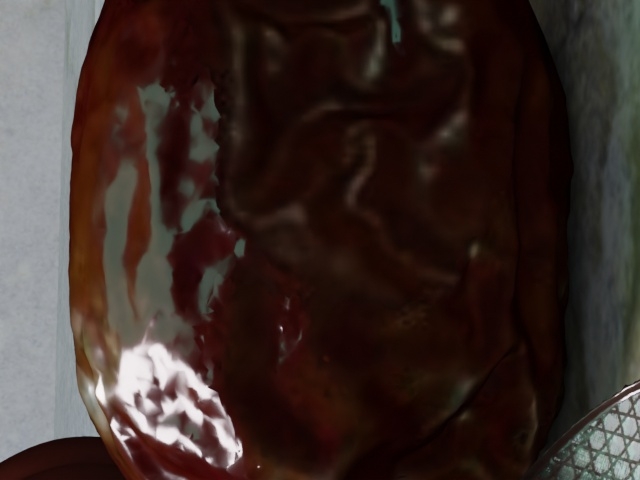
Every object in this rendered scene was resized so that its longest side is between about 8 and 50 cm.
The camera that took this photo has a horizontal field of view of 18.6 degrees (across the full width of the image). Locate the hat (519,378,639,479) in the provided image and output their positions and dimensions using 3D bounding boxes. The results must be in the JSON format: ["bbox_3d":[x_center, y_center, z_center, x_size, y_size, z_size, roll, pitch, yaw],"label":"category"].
[{"bbox_3d":[0.143,0.157,0.896,0.193,0.082,0.193,-46,13,13],"label":"hat"}]

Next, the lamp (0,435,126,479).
[{"bbox_3d":[-0.137,0.279,1.323,0.303,0.257,0.303,64,180,-1],"label":"lamp"}]

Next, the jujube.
[{"bbox_3d":[-0.002,0.001,1.059,0.276,0.276,0.377,175,96,-75],"label":"jujube"}]
